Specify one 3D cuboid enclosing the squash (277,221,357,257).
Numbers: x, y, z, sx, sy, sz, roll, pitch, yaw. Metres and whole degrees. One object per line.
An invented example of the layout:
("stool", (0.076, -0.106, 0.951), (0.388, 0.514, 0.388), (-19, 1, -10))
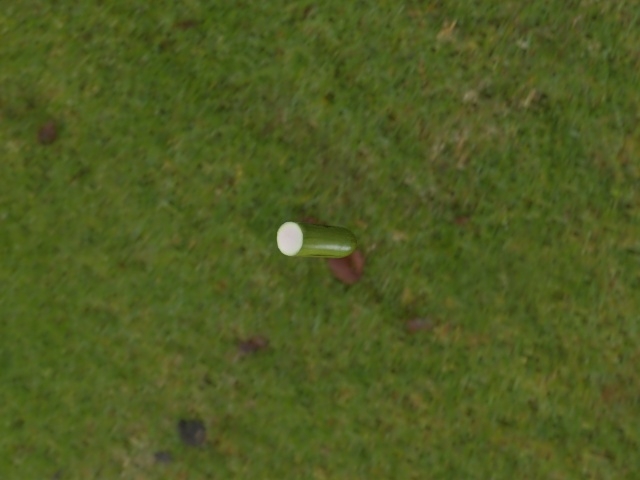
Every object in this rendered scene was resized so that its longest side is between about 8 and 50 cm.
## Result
("squash", (0.000, 0.000, 1.189), (0.027, 0.083, 0.028), (-2, 86, 34))
